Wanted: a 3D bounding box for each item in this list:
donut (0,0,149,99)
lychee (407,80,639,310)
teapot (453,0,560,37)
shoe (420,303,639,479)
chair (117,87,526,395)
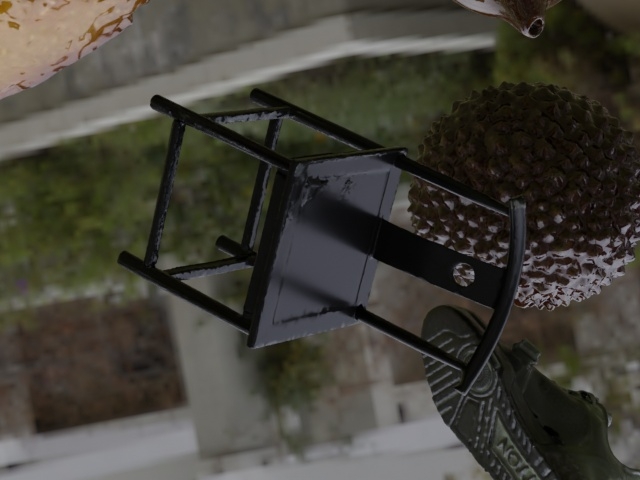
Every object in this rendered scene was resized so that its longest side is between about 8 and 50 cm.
[{"bbox_3d":[-0.230,-0.277,0.999,0.378,0.163,0.435,-38,150,14],"label":"donut"},{"bbox_3d":[0.223,-0.035,1.843,0.271,0.271,0.271,-10,179,0],"label":"lychee"},{"bbox_3d":[0.166,-0.287,1.423,0.178,0.252,0.135,4,-177,-38],"label":"teapot"},{"bbox_3d":[0.233,0.184,1.919,0.149,0.293,0.109,-15,154,-39],"label":"shoe"},{"bbox_3d":[0.000,0.000,1.290,0.260,0.154,0.141,26,-158,33],"label":"chair"}]
